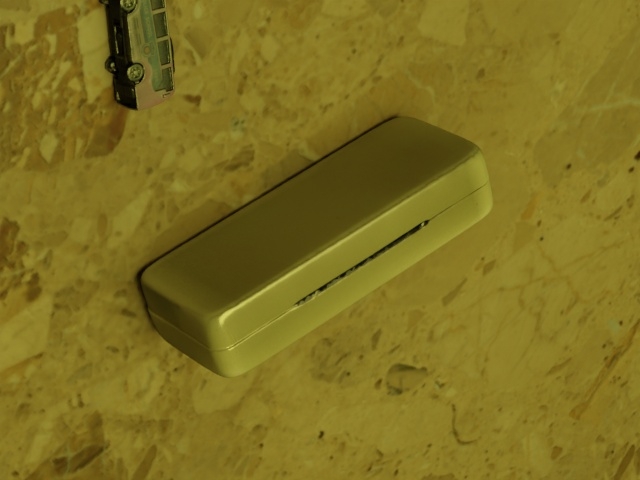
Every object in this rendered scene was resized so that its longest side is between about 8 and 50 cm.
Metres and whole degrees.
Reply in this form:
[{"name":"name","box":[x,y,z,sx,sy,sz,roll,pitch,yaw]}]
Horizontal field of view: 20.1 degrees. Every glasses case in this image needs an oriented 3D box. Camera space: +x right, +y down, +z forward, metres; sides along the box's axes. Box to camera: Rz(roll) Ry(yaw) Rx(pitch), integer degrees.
[{"name":"glasses case","box":[0.000,0.000,1.599,0.313,0.131,0.070,-33,124,-23]}]

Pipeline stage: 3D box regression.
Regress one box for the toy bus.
[{"name":"toy bus","box":[-0.150,-0.175,1.483,0.052,0.037,0.130,-21,117,-35]}]
